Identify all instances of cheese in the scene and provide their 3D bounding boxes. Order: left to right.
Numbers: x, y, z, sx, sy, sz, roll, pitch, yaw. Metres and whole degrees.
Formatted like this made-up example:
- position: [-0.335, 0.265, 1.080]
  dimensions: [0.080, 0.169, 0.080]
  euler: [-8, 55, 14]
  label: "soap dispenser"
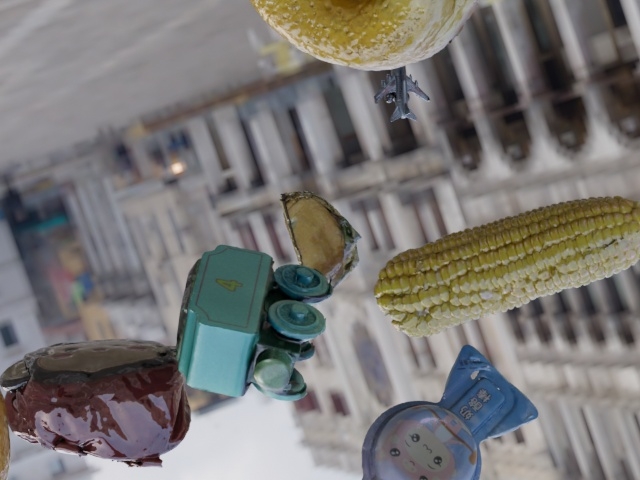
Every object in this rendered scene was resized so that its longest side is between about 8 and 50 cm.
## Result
- position: [0.135, 0.223, 1.974]
  dimensions: [0.244, 0.135, 0.052]
  euler: [-40, 171, -33]
  label: "cheese"

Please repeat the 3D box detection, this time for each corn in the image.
- position: [0.193, 0.024, 1.770]
  dimensions: [0.291, 0.101, 0.101]
  euler: [-15, -175, 14]
  label: "corn"

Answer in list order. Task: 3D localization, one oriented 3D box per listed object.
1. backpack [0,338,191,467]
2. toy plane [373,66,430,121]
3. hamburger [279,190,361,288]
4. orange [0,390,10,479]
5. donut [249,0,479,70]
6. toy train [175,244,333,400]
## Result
- position: [-0.251, 0.183, 2.003]
  dimensions: [0.229, 0.139, 0.229]
  euler: [-3, -178, 0]
  label: "backpack"
- position: [0.095, -0.185, 2.138]
  dimensions: [0.078, 0.083, 0.031]
  euler: [-3, 169, -32]
  label: "toy plane"
- position: [0.007, 0.003, 2.665]
  dimensions: [0.102, 0.176, 0.087]
  euler: [-16, 166, -6]
  label: "hamburger"
- position: [-0.339, 0.158, 1.309]
  dimensions: [0.224, 0.170, 0.224]
  euler: [-4, 145, -3]
  label: "orange"
- position: [0.030, -0.297, 1.786]
  dimensions: [0.277, 0.278, 0.108]
  euler: [-17, -169, 28]
  label: "donut"
- position: [-0.072, 0.086, 1.865]
  dimensions: [0.154, 0.107, 0.198]
  euler: [12, -150, -2]
  label: "toy train"
